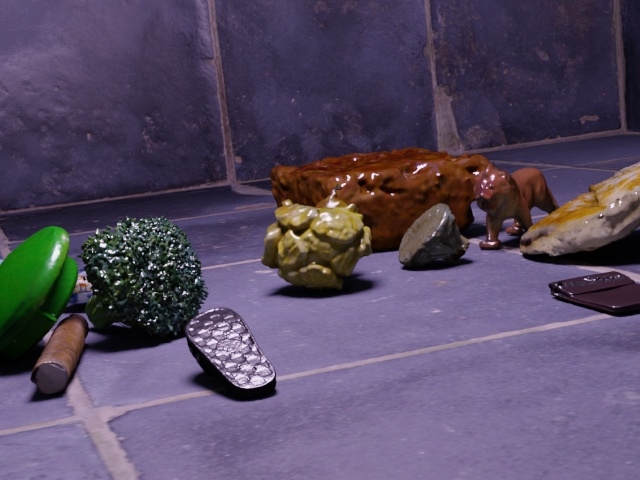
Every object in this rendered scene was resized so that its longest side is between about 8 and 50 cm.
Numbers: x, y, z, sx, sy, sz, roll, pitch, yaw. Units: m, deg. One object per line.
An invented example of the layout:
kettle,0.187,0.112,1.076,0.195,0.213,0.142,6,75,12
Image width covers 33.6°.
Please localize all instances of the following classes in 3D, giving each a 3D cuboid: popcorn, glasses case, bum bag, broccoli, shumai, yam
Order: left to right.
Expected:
yam,-0.320,0.136,1.319,0.046,0.046,0.264,-7,9,-6
glasses case,-0.344,0.061,1.767,0.087,0.065,0.248,0,11,23
broccoli,-0.265,0.062,1.484,0.194,0.194,0.219,-1,33,26
popcorn,0.008,-0.002,1.671,0.168,0.173,0.195,-16,-2,29
shumai,0.195,0.006,1.764,0.124,0.087,0.099,-43,22,29
bum bag,0.385,0.067,1.392,0.109,0.026,0.159,-8,9,-19

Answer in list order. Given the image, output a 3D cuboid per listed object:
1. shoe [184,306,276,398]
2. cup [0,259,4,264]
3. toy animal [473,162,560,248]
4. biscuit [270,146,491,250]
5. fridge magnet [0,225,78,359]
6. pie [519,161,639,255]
shoe,-0.102,0.138,1.193,0.071,0.049,0.179,-15,30,-22
cup,-0.534,0.076,1.572,0.236,0.148,0.134,1,13,16
toy animal,0.356,-0.075,1.916,0.097,0.157,0.312,0,11,32
biscuit,0.113,-0.088,2.113,0.343,0.166,0.395,-7,10,-18
fridge magnet,-0.395,0.074,1.403,0.088,0.208,0.208,38,-13,-26
pie,0.481,-0.059,1.747,0.339,0.077,0.339,-30,0,0
